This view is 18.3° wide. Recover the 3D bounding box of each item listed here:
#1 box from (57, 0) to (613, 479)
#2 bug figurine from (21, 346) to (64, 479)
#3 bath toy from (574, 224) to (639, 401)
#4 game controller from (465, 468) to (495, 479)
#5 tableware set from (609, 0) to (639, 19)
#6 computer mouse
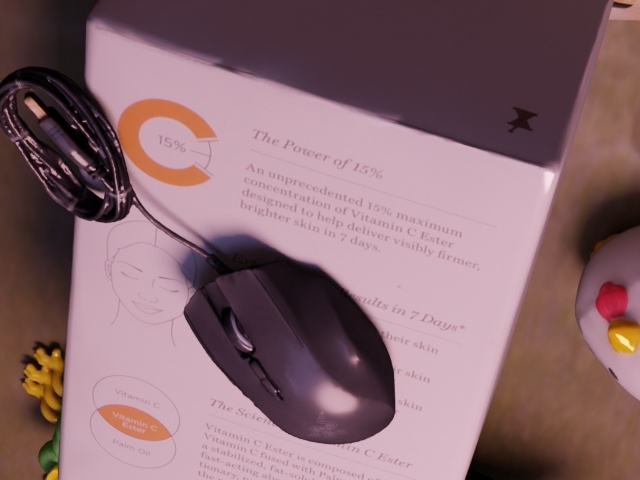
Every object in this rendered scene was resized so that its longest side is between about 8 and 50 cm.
[{"bbox_3d":[0.000,0.000,1.009,0.215,0.168,0.345,18,137,6],"label":"box"},{"bbox_3d":[-0.225,0.146,1.284,0.279,0.072,0.216,15,135,-8],"label":"bug figurine"},{"bbox_3d":[0.264,-0.013,1.013,0.151,0.129,0.348,29,133,-27],"label":"bath toy"},{"bbox_3d":[0.024,0.188,1.163,0.319,0.166,0.067,3,125,-39],"label":"game controller"},{"bbox_3d":[0.210,-0.142,0.953,0.194,0.039,0.128,1,136,6],"label":"tableware set"},{"bbox_3d":[-0.057,0.015,0.895,0.242,0.041,0.071,42,135,-16],"label":"computer mouse"}]
